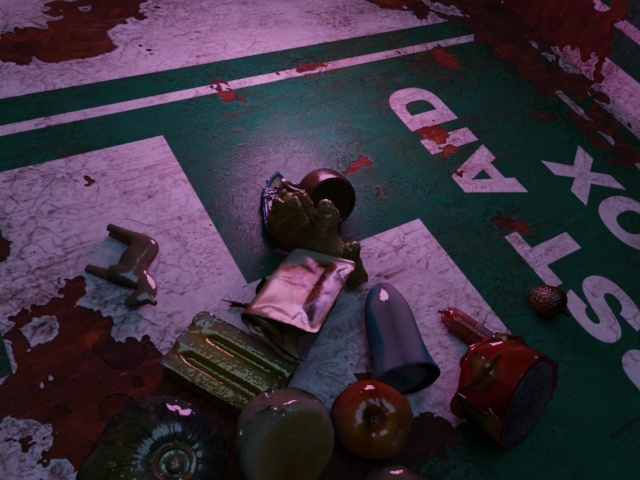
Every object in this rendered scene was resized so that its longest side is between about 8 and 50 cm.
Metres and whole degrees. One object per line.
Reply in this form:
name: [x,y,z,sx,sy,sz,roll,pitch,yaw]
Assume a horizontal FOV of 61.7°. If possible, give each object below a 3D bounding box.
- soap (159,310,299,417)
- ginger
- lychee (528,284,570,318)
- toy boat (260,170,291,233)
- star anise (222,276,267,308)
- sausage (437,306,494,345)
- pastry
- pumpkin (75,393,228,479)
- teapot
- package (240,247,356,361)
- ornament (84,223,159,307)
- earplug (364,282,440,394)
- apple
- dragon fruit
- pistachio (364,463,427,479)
soap: [-0.239,0.341,1.421,0.315,0.091,0.199,26,51,7]
ginger: [0.012,-0.020,1.648,0.376,0.236,0.166,23,20,-11]
lychee: [0.754,0.202,1.760,0.114,0.114,0.146,-22,42,-27]
toy boat: [-0.144,-0.136,1.796,0.110,0.098,0.237,5,52,-14]
star anise: [-0.187,0.194,1.573,0.140,0.144,0.158,50,52,-33]
sausage: [0.481,0.292,1.648,0.274,0.074,0.074,36,54,13]
pastry: [-0.082,0.473,1.272,0.265,0.264,0.133,-14,15,-23]
pumpkin: [-0.369,0.510,1.155,0.292,0.257,0.327,40,47,1]
teapot: [-0.007,-0.157,1.799,0.268,0.185,0.175,13,16,-29]
package: [-0.050,0.186,1.506,0.222,0.164,0.311,12,37,18]
ornament: [-0.551,0.080,1.554,0.245,0.061,0.230,19,53,4]
earplug: [0.213,0.260,1.551,0.185,0.185,0.323,1,48,-13]
apple: [0.132,0.458,1.367,0.210,0.164,0.209,2,68,-5]
dragon fruit: [0.477,0.392,1.465,0.306,0.305,0.226,-29,37,-30]
pistachio: [0.211,0.656,1.244,0.197,0.166,0.288,-19,60,-38]
